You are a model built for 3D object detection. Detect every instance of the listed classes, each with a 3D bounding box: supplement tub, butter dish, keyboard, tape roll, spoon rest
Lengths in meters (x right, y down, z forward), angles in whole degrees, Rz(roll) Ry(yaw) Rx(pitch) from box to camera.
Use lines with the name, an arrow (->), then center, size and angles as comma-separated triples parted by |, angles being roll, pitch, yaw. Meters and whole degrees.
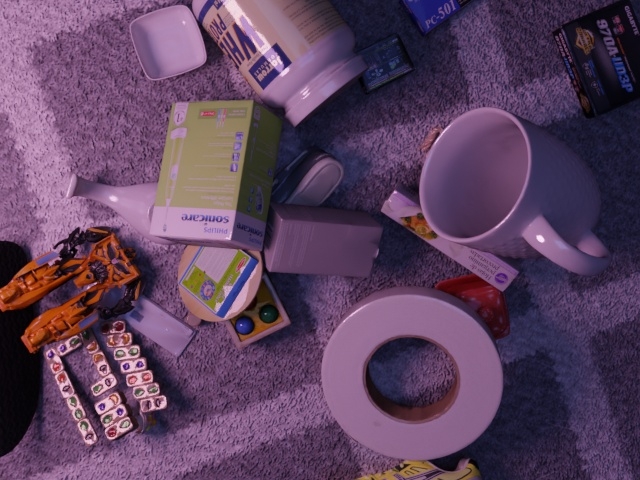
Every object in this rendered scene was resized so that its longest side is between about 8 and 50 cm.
supplement tub -> -0.077, -0.418, 1.432 | 0.235, 0.235, 0.324 | -39, 95, -2
butter dish -> 0.352, 0.159, 1.560 | 0.160, 0.118, 0.160 | -11, 94, -5
keyboard -> -0.400, 0.159, 1.551 | 0.256, 0.014, 0.072 | 35, 95, -5
tape roll -> 0.196, 0.290, 1.523 | 0.393, 0.072, 0.391 | 2, 105, 9
spoon rest -> -0.401, -0.080, 1.514 | 0.277, 0.084, 0.137 | 18, 93, -19

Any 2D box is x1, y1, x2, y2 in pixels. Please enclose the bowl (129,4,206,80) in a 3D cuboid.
bowl -> -0.322, -0.419, 1.504 | 0.142, 0.053, 0.141 | -19, 95, -3

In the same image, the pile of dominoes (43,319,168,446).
pile of dominoes -> -0.463, 0.296, 1.497 | 0.196, 0.040, 0.251 | -31, 76, -3

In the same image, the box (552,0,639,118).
box -> 0.648, -0.409, 1.587 | 0.175, 0.051, 0.220 | -23, 94, -3

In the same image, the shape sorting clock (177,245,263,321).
shape sorting clock -> -0.211, 0.068, 1.474 | 0.206, 0.040, 0.206 | -8, 73, 27

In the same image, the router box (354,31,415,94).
router box -> 0.135, -0.390, 1.551 | 0.123, 0.038, 0.092 | -26, 94, -3

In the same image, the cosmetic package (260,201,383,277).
cosmetic package -> 0.000, 0.000, 1.484 | 0.238, 0.107, 0.127 | 5, 113, -27

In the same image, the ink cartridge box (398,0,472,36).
ink cartridge box -> 0.286, -0.552, 1.551 | 0.207, 0.046, 0.097 | -36, 94, -2

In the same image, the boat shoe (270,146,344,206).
boat shoe -> -0.090, -0.078, 1.537 | 0.319, 0.116, 0.099 | -43, 51, 7

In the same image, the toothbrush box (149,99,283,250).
toothbrush box -> -0.211, -0.132, 1.429 | 0.206, 0.122, 0.283 | 3, 79, 28

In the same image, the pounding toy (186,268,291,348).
pounding toy -> -0.196, 0.140, 1.525 | 0.206, 0.094, 0.181 | -26, 95, -3

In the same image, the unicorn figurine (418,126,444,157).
unicorn figurine -> 0.310, -0.201, 1.565 | 0.162, 0.060, 0.111 | 29, 95, -8

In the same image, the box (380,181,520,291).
box -> 0.285, -0.009, 1.541 | 0.324, 0.067, 0.063 | 33, 118, 1

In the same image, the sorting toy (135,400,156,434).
sorting toy -> -0.385, 0.388, 1.532 | 0.045, 0.075, 0.083 | 1, 94, -5

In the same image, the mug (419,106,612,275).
mug -> 0.434, -0.065, 1.422 | 0.328, 0.374, 0.276 | 15, 121, -36

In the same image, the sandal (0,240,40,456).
sandal -> -0.683, 0.224, 1.477 | 0.107, 0.168, 0.445 | -4, 86, 20

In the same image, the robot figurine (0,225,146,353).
robot figurine -> -0.505, 0.094, 1.458 | 0.291, 0.085, 0.211 | -35, 96, -27

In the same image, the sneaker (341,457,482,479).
sneaker -> 0.180, 0.557, 1.578 | 0.385, 0.145, 0.147 | 4, 68, -5
